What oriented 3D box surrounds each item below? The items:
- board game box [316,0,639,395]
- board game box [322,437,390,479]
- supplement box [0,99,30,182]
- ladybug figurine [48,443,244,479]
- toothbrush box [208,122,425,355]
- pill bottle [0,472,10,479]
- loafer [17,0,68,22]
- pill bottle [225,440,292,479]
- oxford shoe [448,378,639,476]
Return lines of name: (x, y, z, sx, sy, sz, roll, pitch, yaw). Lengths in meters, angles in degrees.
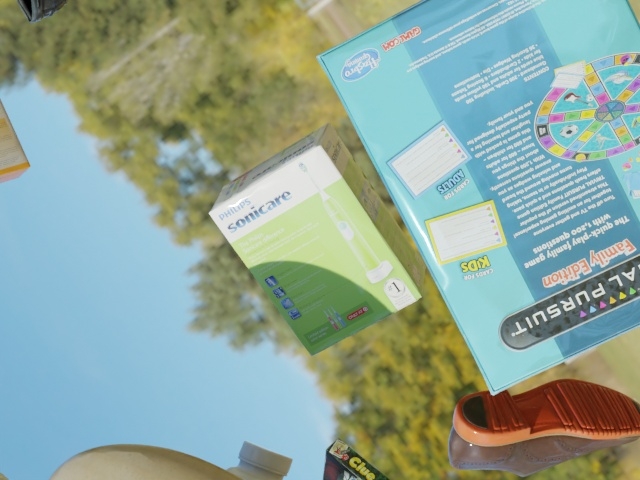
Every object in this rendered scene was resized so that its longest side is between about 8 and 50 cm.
board game box: (0.188, -0.072, 1.141, 0.336, 0.254, 0.079, 62, -168, -7)
board game box: (0.057, 0.361, 1.695, 0.136, 0.030, 0.260, 35, 150, 19)
supplement box: (-0.338, -0.103, 1.298, 0.062, 0.036, 0.098, -22, -94, -39)
ladybug figurine: (-0.171, 0.443, 1.688, 0.449, 0.305, 0.162, 41, -152, -24)
toothbrush box: (0.000, 0.000, 2.003, 0.283, 0.206, 0.122, 54, -161, -16)
pill bottle: (-0.601, 0.504, 2.377, 0.264, 0.153, 0.153, 25, 166, 38)
loafer: (-0.436, -0.414, 1.857, 0.076, 0.078, 0.223, 9, 135, 45)
pill bottle: (-0.111, 0.403, 1.951, 0.108, 0.193, 0.108, 20, 172, 3)
oxford shoe: (0.287, 0.242, 1.661, 0.097, 0.271, 0.098, -107, 23, -50)
